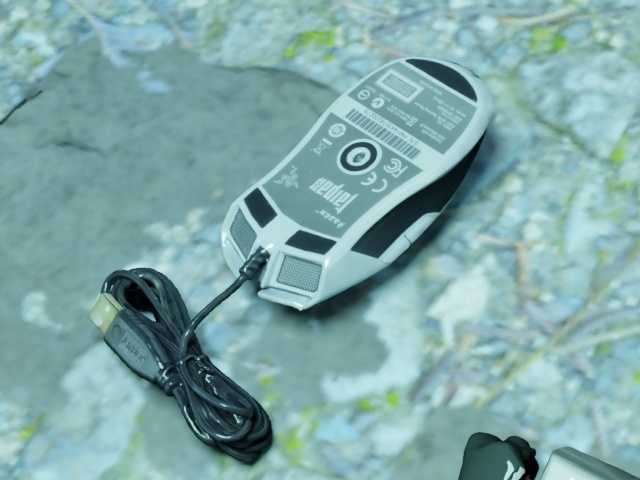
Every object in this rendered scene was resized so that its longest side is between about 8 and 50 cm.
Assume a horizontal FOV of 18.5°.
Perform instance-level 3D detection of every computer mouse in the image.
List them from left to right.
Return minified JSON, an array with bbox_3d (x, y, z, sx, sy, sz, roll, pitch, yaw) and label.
[{"bbox_3d":[0.000,0.000,0.812,0.193,0.042,0.106,-42,51,-15],"label":"computer mouse"}]

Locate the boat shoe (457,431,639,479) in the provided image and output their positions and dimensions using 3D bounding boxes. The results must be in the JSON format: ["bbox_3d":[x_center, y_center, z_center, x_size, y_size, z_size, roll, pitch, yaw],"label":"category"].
[{"bbox_3d":[0.169,0.197,0.585,0.340,0.127,0.158,26,92,12],"label":"boat shoe"}]
